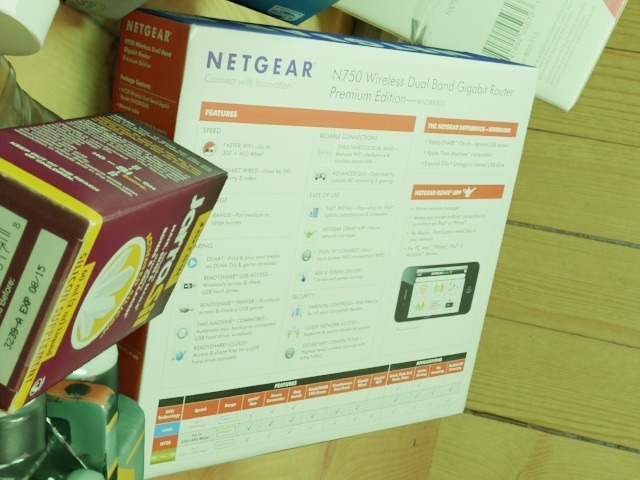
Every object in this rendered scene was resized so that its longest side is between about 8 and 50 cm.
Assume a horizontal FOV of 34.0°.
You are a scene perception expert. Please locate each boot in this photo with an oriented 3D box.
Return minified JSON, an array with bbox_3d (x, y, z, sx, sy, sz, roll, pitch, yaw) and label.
[{"bbox_3d":[-0.171,-0.036,0.566,0.114,0.037,0.106,71,36,-70],"label":"boot"}]

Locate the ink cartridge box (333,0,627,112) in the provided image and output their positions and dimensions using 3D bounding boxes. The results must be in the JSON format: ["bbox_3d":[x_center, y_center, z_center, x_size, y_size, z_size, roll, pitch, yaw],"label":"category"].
[{"bbox_3d":[0.168,-0.281,1.048,0.207,0.283,0.117,-65,170,15],"label":"ink cartridge box"}]

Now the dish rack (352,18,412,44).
[{"bbox_3d":[0.116,-0.304,1.315,0.285,0.072,0.332,50,53,-69],"label":"dish rack"}]

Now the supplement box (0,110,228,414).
[{"bbox_3d":[-0.129,0.001,0.544,0.104,0.081,0.188,-63,173,15],"label":"supplement box"}]

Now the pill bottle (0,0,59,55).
[{"bbox_3d":[-0.131,-0.184,0.454,0.108,0.108,0.193,49,54,-71],"label":"pill bottle"}]

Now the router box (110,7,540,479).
[{"bbox_3d":[0.000,0.000,0.777,0.336,0.082,0.301,-1,108,-41],"label":"router box"}]

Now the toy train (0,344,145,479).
[{"bbox_3d":[-0.166,0.206,0.595,0.190,0.142,0.333,-72,167,-69],"label":"toy train"}]

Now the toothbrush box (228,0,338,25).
[{"bbox_3d":[0.008,-0.268,0.589,0.295,0.126,0.216,174,-70,-69],"label":"toothbrush box"}]

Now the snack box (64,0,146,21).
[{"bbox_3d":[-0.098,-0.180,0.563,0.141,0.037,0.100,5,-100,66],"label":"snack box"}]
